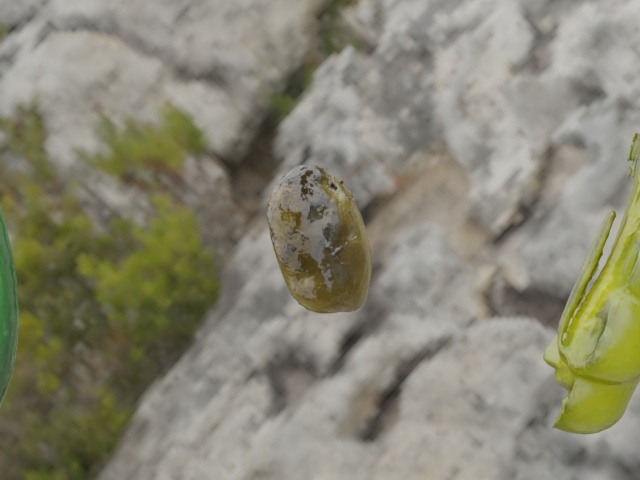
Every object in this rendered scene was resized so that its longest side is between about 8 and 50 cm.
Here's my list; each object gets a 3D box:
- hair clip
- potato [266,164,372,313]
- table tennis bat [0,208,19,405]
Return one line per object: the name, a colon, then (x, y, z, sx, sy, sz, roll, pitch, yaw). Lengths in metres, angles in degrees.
hair clip: (0.119, -0.012, 0.644, 0.072, 0.046, 0.173, 67, -138, -76)
potato: (0.000, 0.000, 0.964, 0.051, 0.083, 0.040, -19, -1, -6)
table tennis bat: (-0.164, -0.045, 0.501, 0.160, 0.257, 0.039, -3, 18, 30)
